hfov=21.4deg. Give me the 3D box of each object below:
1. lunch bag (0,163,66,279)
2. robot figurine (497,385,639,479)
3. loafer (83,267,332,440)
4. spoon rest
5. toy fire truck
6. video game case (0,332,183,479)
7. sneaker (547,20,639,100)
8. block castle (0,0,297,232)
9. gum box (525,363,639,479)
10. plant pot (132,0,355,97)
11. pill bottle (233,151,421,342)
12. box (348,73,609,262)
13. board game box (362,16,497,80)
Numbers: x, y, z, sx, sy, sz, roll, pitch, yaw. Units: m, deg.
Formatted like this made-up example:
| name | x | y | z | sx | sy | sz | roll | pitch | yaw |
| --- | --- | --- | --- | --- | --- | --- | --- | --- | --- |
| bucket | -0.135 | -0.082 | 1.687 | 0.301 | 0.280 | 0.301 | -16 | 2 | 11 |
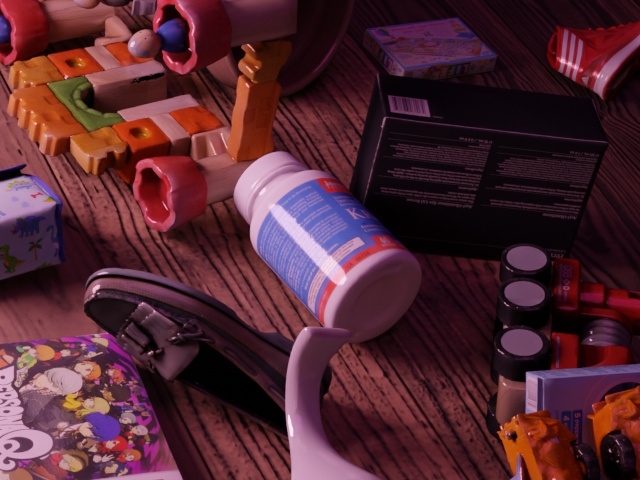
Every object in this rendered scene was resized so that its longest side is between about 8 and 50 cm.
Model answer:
| name | x | y | z | sx | sy | sz | roll | pitch | yaw |
| --- | --- | --- | --- | --- | --- | --- | --- | --- | --- |
| lunch bag | -0.360 | -0.026 | 1.808 | 0.128 | 0.096 | 0.151 | -15 | 31 | -29 |
| robot figurine | 0.274 | 0.286 | 1.530 | 0.211 | 0.085 | 0.291 | -10 | 72 | -23 |
| loafer | -0.114 | 0.113 | 1.672 | 0.267 | 0.096 | 0.084 | 25 | 50 | -12 |
| spoon rest | 0.021 | 0.220 | 1.600 | 0.137 | 0.084 | 0.276 | 7 | 54 | -33 |
| toy fire truck | 0.304 | 0.131 | 1.783 | 0.246 | 0.158 | 0.217 | 5 | 37 | 6 |
| video game case | -0.258 | 0.184 | 1.605 | 0.210 | 0.042 | 0.232 | -4 | 40 | -24 |
| sneaker | 0.400 | -0.287 | 2.372 | 0.128 | 0.087 | 0.221 | 30 | 39 | 18 |
| block castle | -0.239 | -0.244 | 1.946 | 0.212 | 0.303 | 0.453 | -18 | 46 | -33 |
| gum box | 0.290 | 0.202 | 1.660 | 0.184 | 0.157 | 0.041 | -3 | 8 | -19 |
| plant pot | -0.118 | -0.334 | 2.170 | 0.229 | 0.263 | 0.263 | 21 | 35 | 37 |
| pill bottle | 0.000 | 0.000 | 1.851 | 0.124 | 0.124 | 0.221 | -17 | 47 | -33 |
| box | 0.177 | -0.080 | 1.959 | 0.261 | 0.184 | 0.103 | 6 | 36 | -10 |
| board game box | 0.149 | -0.260 | 2.308 | 0.154 | 0.026 | 0.103 | -11 | 44 | -28 |
